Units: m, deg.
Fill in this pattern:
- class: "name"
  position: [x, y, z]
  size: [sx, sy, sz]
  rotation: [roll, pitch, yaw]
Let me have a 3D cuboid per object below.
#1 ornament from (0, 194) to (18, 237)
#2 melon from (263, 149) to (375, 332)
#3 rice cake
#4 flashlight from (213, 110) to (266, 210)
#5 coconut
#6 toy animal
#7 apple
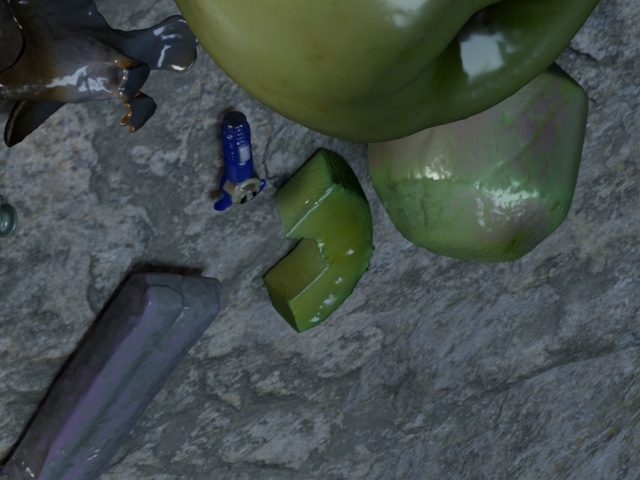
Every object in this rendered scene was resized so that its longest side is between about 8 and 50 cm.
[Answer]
- class: "ornament"
  position: [-0.292, -0.017, 1.562]
  size: [0.068, 0.041, 0.092]
  rotation: [-41, 148, -1]
- class: "melon"
  position: [0.000, 0.000, 1.868]
  size: [0.118, 0.064, 0.209]
  rotation: [-25, 144, -12]
- class: "rice cake"
  position: [-0.209, 0.148, 1.851]
  size: [0.106, 0.050, 0.298]
  rotation: [5, 129, -48]
- class: "flashlight"
  position: [-0.073, -0.070, 1.721]
  size: [0.057, 0.035, 0.121]
  rotation: [-26, 147, -18]
- class: "coconut"
  position: [0.149, -0.100, 1.769]
  size: [0.236, 0.236, 0.204]
  rotation: [-25, -177, -21]
- class: "toy animal"
  position: [-0.195, -0.135, 1.373]
  size: [0.197, 0.160, 0.272]
  rotation: [-52, 153, -46]
- class: "apple"
  position: [0.042, -0.253, 1.320]
  size: [0.357, 0.357, 0.357]
  rotation: [-26, 147, -19]
